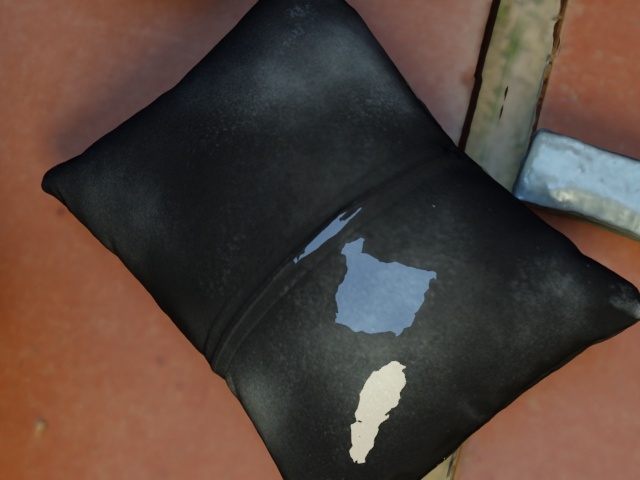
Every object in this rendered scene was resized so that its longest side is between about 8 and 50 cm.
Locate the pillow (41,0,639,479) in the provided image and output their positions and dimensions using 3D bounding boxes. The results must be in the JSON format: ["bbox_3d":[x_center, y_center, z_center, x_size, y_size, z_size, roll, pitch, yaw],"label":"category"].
[{"bbox_3d":[0.000,0.000,0.549,0.186,0.106,0.250,-42,73,1],"label":"pillow"}]

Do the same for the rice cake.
[{"bbox_3d":[0.210,0.008,0.561,0.245,0.042,0.045,24,89,12],"label":"rice cake"}]
